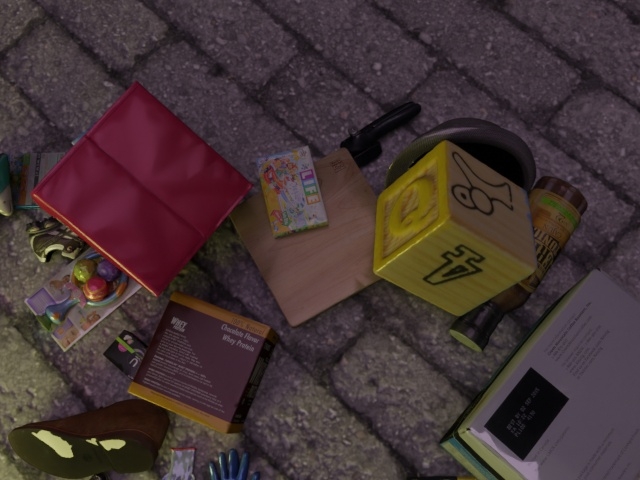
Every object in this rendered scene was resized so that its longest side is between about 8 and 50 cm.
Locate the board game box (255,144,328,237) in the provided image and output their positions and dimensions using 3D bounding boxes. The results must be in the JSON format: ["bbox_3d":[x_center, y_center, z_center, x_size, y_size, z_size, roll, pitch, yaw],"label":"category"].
[{"bbox_3d":[-0.053,-0.091,1.272,0.103,0.026,0.154,-15,74,-1],"label":"board game box"}]

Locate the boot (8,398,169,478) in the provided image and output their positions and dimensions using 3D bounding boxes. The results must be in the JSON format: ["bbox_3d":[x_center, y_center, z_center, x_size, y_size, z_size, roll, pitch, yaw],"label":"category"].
[{"bbox_3d":[-0.415,0.352,1.245,0.305,0.115,0.112,-5,119,15],"label":"boot"}]

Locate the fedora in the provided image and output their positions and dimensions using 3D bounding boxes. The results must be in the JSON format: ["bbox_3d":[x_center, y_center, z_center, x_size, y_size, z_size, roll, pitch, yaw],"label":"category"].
[{"bbox_3d":[0.255,-0.142,1.283,0.275,0.244,0.124,-7,44,10],"label":"fedora"}]

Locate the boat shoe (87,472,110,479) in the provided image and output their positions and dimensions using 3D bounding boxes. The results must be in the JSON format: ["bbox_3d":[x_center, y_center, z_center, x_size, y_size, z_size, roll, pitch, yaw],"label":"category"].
[{"bbox_3d":[-0.421,0.474,1.229,0.046,0.038,0.125,30,79,11],"label":"boat shoe"}]

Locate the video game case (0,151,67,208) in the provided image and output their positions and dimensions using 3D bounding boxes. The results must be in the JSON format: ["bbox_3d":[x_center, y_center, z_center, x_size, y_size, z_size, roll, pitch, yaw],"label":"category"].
[{"bbox_3d":[-0.607,-0.123,1.419,0.166,0.015,0.119,-1,75,3],"label":"video game case"}]

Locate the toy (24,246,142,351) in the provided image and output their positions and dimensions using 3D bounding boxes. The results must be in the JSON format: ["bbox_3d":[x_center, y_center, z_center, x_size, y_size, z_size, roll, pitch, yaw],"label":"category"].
[{"bbox_3d":[-0.448,0.084,1.330,0.237,0.056,0.137,-42,77,-8],"label":"toy"}]

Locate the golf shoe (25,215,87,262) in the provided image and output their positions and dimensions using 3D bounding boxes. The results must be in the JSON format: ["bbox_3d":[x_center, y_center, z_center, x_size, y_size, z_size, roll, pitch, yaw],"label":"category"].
[{"bbox_3d":[-0.475,-0.015,1.358,0.198,0.077,0.094,-17,87,5],"label":"golf shoe"}]

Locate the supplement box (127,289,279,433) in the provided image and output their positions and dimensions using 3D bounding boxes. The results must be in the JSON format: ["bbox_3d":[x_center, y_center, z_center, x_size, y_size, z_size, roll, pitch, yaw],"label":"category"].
[{"bbox_3d":[-0.202,0.220,1.237,0.191,0.129,0.194,20,77,9],"label":"supplement box"}]

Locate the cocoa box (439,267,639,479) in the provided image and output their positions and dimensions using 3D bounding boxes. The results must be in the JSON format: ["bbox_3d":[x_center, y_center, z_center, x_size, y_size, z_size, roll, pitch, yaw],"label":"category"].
[{"bbox_3d":[0.399,0.266,1.111,0.231,0.228,0.347,41,72,14],"label":"cocoa box"}]

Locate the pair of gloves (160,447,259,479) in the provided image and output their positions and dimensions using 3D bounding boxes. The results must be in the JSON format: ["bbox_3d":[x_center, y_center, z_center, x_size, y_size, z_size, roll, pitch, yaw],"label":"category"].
[{"bbox_3d":[-0.210,0.452,1.229,0.198,0.023,0.159,3,75,4],"label":"pair of gloves"}]

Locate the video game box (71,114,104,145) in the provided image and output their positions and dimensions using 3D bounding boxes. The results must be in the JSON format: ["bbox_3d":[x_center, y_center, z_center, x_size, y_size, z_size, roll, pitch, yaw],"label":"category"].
[{"bbox_3d":[-0.371,-0.188,1.404,0.187,0.048,0.205,-42,76,-10],"label":"video game box"}]

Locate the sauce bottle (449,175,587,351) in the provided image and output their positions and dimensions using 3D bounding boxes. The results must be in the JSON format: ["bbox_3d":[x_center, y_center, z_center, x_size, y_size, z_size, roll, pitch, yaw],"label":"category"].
[{"bbox_3d":[0.359,0.045,1.258,0.111,0.111,0.344,32,80,12],"label":"sauce bottle"}]

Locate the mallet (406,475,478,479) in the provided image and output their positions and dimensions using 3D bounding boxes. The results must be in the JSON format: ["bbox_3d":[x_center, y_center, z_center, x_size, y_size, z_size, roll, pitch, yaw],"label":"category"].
[{"bbox_3d":[0.247,0.411,1.205,0.189,0.039,0.062,3,74,9],"label":"mallet"}]

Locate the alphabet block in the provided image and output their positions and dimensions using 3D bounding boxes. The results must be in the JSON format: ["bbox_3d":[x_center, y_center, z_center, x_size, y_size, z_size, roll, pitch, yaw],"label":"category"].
[{"bbox_3d":[0.226,-0.017,1.178,0.197,0.193,0.192,28,44,-22],"label":"alphabet block"}]

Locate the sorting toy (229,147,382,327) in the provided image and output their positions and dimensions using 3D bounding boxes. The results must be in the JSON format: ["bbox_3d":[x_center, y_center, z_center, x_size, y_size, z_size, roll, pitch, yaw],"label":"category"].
[{"bbox_3d":[0.000,0.000,1.304,0.257,0.089,0.256,-29,75,-5],"label":"sorting toy"}]

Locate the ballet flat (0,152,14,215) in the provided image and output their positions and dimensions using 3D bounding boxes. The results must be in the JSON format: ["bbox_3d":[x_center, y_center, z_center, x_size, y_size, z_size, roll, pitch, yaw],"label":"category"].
[{"bbox_3d":[-0.666,-0.053,1.368,0.087,0.083,0.247,33,88,-18],"label":"ballet flat"}]

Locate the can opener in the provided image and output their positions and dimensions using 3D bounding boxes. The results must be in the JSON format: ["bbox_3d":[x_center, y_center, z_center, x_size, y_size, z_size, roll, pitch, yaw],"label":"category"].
[{"bbox_3d":[0.120,-0.225,1.383,0.186,0.073,0.059,-38,37,-10],"label":"can opener"}]

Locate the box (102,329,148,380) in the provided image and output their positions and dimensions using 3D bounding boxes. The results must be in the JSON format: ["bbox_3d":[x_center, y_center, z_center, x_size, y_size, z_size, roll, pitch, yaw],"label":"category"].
[{"bbox_3d":[-0.351,0.218,1.288,0.083,0.052,0.062,37,80,11],"label":"box"}]

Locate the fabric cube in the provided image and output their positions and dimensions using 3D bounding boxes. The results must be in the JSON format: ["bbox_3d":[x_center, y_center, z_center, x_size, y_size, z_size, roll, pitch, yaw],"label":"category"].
[{"bbox_3d":[-0.312,-0.077,1.222,0.258,0.254,0.259,42,77,-11],"label":"fabric cube"}]
